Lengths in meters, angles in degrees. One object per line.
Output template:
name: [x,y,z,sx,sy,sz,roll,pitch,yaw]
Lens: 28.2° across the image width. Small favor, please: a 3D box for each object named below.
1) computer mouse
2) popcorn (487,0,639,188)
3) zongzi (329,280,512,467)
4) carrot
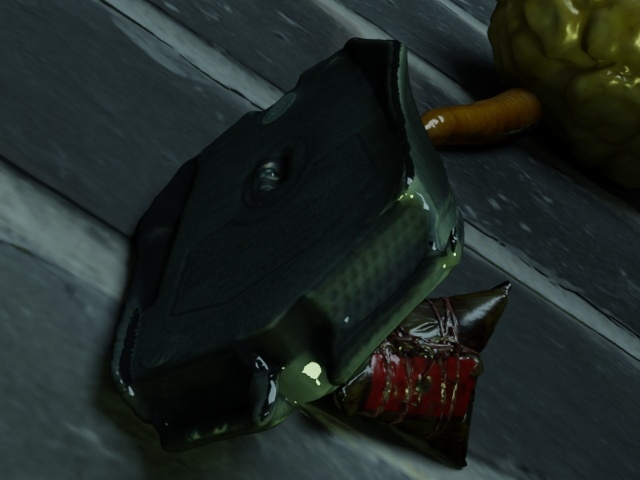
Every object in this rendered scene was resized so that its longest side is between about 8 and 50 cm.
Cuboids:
computer mouse: [0.000,0.003,0.452,0.071,0.126,0.231,51,14,-22]
popcorn: [0.240,-0.152,0.995,0.250,0.190,0.250,49,8,-9]
zongzi: [0.043,0.040,0.493,0.083,0.073,0.067,29,6,-22]
carrot: [0.109,-0.082,0.862,0.037,0.037,0.190,44,25,14]
